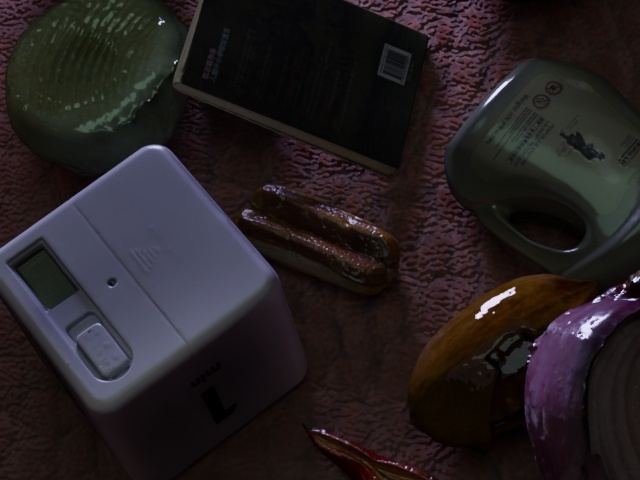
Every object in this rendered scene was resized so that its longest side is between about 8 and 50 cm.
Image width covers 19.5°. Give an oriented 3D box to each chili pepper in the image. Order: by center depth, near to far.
[{"bbox_3d":[0.053,0.207,1.627,0.178,0.027,0.045,27,66,20],"label":"chili pepper"}]

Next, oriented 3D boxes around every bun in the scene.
[{"bbox_3d":[-0.207,-0.145,1.800,0.195,0.118,0.195,-5,56,8],"label":"bun"}]

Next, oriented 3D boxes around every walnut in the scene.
[{"bbox_3d":[0.164,0.100,1.620,0.207,0.116,0.116,-38,64,-11],"label":"walnut"}]

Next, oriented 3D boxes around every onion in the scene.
[{"bbox_3d":[0.295,0.187,1.538,0.267,0.159,0.348,-16,94,-25],"label":"onion"}]

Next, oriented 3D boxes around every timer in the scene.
[{"bbox_3d":[-0.147,0.069,1.635,0.194,0.195,0.192,-37,63,-10],"label":"timer"}]

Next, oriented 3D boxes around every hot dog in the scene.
[{"bbox_3d":[0.000,0.000,1.733,0.165,0.045,0.071,23,67,19],"label":"hot dog"}]

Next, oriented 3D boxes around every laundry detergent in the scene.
[{"bbox_3d":[0.248,-0.045,1.692,0.253,0.091,0.181,39,76,24],"label":"laundry detergent"}]

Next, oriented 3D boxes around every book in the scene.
[{"bbox_3d":[-0.015,-0.171,1.778,0.228,0.024,0.160,21,65,-13],"label":"book"}]

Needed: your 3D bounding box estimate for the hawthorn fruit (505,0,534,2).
[{"bbox_3d":[0.191,-0.338,1.798,0.224,0.224,0.261,34,96,23],"label":"hawthorn fruit"}]
